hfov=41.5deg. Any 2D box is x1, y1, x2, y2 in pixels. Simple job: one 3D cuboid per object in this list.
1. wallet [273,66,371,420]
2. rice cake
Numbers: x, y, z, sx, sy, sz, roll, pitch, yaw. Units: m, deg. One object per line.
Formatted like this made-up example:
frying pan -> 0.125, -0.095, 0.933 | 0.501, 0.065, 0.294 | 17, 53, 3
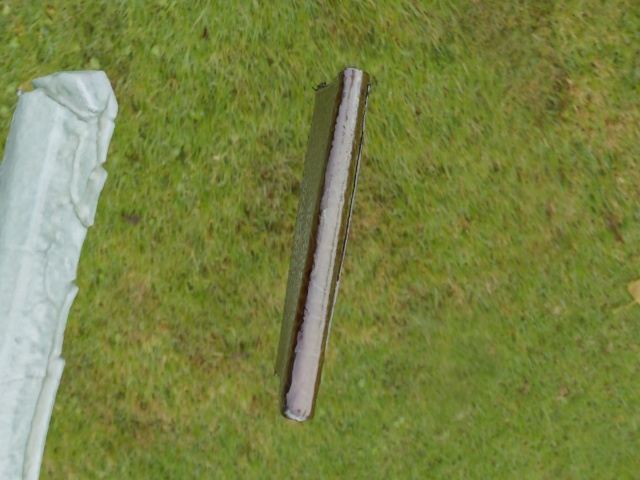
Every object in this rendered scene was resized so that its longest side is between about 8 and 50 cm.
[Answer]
wallet -> 0.000, 0.000, 0.633 | 0.039, 0.133, 0.243 | 8, 92, -7
rice cake -> -0.208, 0.040, 0.592 | 0.066, 0.063, 0.336 | 7, 84, 32
